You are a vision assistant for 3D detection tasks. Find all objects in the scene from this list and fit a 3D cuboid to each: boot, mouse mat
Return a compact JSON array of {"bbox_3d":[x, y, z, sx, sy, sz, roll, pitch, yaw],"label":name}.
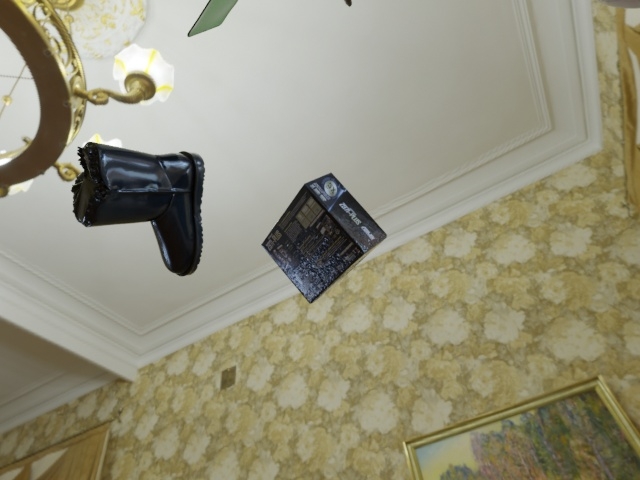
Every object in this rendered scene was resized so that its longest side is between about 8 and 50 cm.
[{"bbox_3d":[-0.308,-0.040,0.703,0.207,0.094,0.246,-12,-63,-51],"label":"boot"},{"bbox_3d":[-0.164,-0.455,0.749,0.007,0.152,0.190,42,-54,-15],"label":"mouse mat"}]

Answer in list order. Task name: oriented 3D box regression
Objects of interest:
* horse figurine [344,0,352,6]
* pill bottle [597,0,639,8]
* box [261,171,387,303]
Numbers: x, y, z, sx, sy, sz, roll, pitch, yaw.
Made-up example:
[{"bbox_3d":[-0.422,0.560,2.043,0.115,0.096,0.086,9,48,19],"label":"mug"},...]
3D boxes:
[{"bbox_3d":[-0.030,-0.157,0.008,0.174,0.066,0.263,-52,-24,23],"label":"horse figurine"},{"bbox_3d":[0.283,-0.266,0.346,0.121,0.221,0.121,18,-55,27],"label":"pill bottle"},{"bbox_3d":[0.000,0.000,0.714,0.078,0.147,0.180,-32,-13,-46],"label":"box"}]
